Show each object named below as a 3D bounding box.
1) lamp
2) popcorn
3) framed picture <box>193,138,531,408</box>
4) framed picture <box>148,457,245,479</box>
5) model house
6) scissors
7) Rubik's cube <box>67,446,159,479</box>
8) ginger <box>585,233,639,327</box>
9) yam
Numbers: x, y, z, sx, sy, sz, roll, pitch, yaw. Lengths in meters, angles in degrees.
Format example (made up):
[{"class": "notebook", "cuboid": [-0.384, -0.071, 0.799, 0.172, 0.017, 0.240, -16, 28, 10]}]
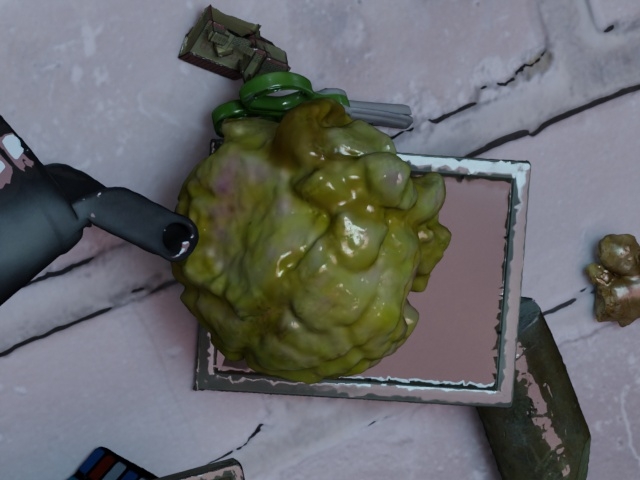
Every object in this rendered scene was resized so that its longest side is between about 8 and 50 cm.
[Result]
[{"class": "lamp", "cuboid": [-0.331, -0.001, 1.513, 0.374, 0.205, 0.272, 35, 84, -28]}, {"class": "popcorn", "cuboid": [0.000, 0.000, 1.607, 0.212, 0.259, 0.259, 17, 88, -56]}, {"class": "framed picture", "cuboid": [0.038, 0.031, 1.725, 0.293, 0.018, 0.231, 4, 94, -4]}, {"class": "framed picture", "cuboid": [-0.143, 0.352, 1.522, 0.232, 0.024, 0.315, -12, 97, -20]}, {"class": "model house", "cuboid": [-0.076, -0.161, 1.686, 0.083, 0.057, 0.058, 20, 125, -25]}, {"class": "scissors", "cuboid": [0.004, -0.118, 1.712, 0.204, 0.101, 0.027, 0, 68, -37]}, {"class": "Rubik's cube", "cuboid": [-0.162, 0.309, 1.623, 0.182, 0.187, 0.184, 45, 75, -20]}, {"class": "ginger", "cuboid": [0.354, 0.067, 1.896, 0.176, 0.052, 0.193, -18, 109, -20]}, {"class": "yam", "cuboid": [0.206, 0.190, 1.812, 0.106, 0.106, 0.259, -26, 102, -19]}]
